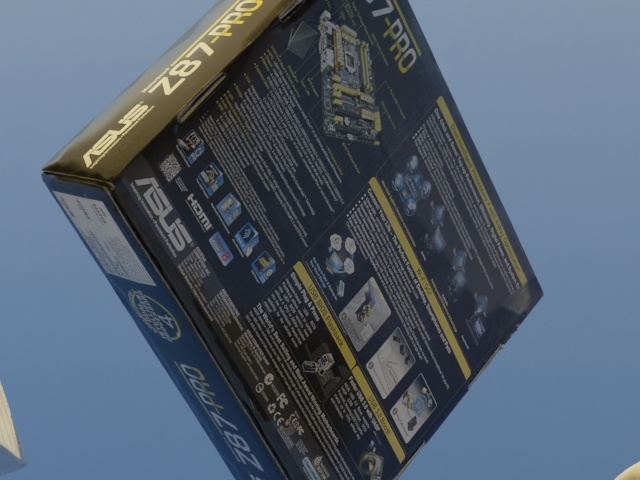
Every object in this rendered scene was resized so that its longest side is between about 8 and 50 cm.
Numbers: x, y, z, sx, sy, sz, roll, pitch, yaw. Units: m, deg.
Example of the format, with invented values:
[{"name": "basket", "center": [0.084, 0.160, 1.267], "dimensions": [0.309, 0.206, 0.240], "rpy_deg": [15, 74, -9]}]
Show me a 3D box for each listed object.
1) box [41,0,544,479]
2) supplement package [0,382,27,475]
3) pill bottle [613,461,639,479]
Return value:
[{"name": "box", "center": [0.000, 0.000, 1.253], "dimensions": [0.097, 0.395, 0.318], "rpy_deg": [12, -129, 46]}, {"name": "supplement package", "center": [-0.244, 0.093, 0.923], "dimensions": [0.105, 0.179, 0.105], "rpy_deg": [-19, -101, -9]}, {"name": "pill bottle", "center": [0.298, 0.282, 1.071], "dimensions": [0.278, 0.162, 0.162], "rpy_deg": [34, -100, -4]}]
